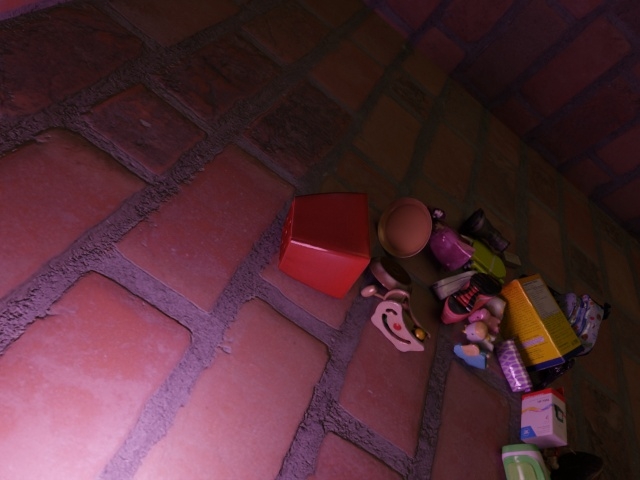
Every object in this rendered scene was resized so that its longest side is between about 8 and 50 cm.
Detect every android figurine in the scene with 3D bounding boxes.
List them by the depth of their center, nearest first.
[{"bbox_3d":[0.754,0.089,1.891,0.273,0.056,0.248,43,38,1],"label":"android figurine"}]

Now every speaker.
[{"bbox_3d":[0.674,0.817,1.297,0.131,0.131,0.296,17,52,-25],"label":"speaker"}]

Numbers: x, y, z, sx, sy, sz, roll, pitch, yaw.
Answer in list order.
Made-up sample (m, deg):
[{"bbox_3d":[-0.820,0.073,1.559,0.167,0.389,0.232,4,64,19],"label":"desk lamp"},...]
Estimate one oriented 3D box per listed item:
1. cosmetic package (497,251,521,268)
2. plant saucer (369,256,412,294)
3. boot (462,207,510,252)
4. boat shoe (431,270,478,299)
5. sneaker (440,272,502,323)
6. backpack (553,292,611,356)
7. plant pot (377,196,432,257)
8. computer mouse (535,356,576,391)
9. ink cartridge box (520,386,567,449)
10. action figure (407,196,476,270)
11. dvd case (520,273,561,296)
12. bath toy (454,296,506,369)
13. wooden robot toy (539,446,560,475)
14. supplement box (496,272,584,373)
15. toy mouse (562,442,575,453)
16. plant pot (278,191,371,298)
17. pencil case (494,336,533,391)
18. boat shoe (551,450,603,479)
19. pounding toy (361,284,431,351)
[{"bbox_3d":[0.947,0.098,2.047,0.115,0.041,0.060,18,51,-24],"label":"cosmetic package"},{"bbox_3d":[0.270,0.123,1.515,0.199,0.036,0.198,29,27,-17],"label":"plant saucer"},{"bbox_3d":[0.780,-0.037,1.880,0.223,0.118,0.338,44,20,11],"label":"boot"},{"bbox_3d":[0.568,0.190,1.695,0.258,0.095,0.084,-12,71,-28],"label":"boat shoe"},{"bbox_3d":[0.585,0.231,1.620,0.314,0.136,0.116,-23,60,-29],"label":"sneaker"},{"bbox_3d":[1.101,0.377,1.819,0.213,0.276,0.263,29,61,-7],"label":"backpack"},{"bbox_3d":[0.331,-0.050,1.593,0.032,0.236,0.236,10,54,-47],"label":"plant pot"},{"bbox_3d":[0.992,0.523,1.695,0.262,0.184,0.060,-11,49,-38],"label":"computer mouse"},{"bbox_3d":[0.830,0.643,1.522,0.078,0.134,0.231,37,45,-7],"label":"ink cartridge box"},{"bbox_3d":[0.489,-0.051,1.688,0.370,0.248,0.276,49,45,-1],"label":"action figure"},{"bbox_3d":[1.122,0.253,1.994,0.239,0.029,0.179,30,5,-13],"label":"dvd case"},{"bbox_3d":[0.637,0.336,1.616,0.129,0.151,0.348,13,38,30],"label":"bath toy"},{"bbox_3d":[0.838,0.788,1.477,0.079,0.076,0.173,48,45,-12],"label":"wooden robot toy"},{"bbox_3d":[0.893,0.346,1.728,0.194,0.195,0.356,-6,65,-36],"label":"supplement box"},{"bbox_3d":[0.900,0.745,1.536,0.143,0.031,0.161,56,9,13],"label":"toy mouse"},{"bbox_3d":[0.000,0.000,1.322,0.236,0.267,0.267,11,53,-12],"label":"plant pot"},{"bbox_3d":[0.764,0.494,1.620,0.088,0.086,0.206,27,45,-50],"label":"pencil case"},{"bbox_3d":[0.905,0.866,1.448,0.324,0.123,0.119,-8,97,-38],"label":"boat shoe"},{"bbox_3d":[0.278,0.237,1.405,0.269,0.154,0.155,47,46,1],"label":"pounding toy"}]
